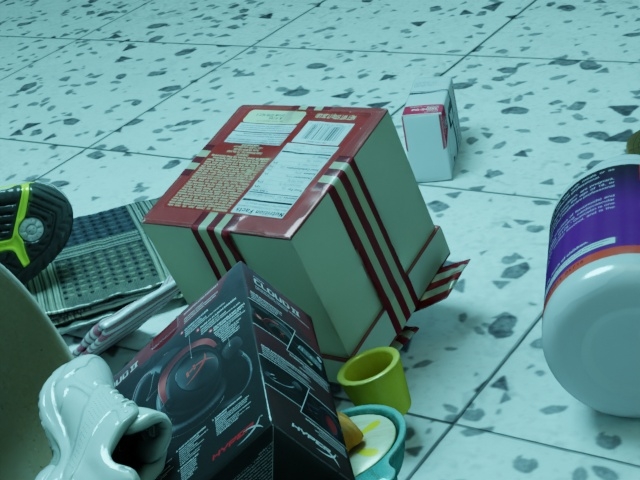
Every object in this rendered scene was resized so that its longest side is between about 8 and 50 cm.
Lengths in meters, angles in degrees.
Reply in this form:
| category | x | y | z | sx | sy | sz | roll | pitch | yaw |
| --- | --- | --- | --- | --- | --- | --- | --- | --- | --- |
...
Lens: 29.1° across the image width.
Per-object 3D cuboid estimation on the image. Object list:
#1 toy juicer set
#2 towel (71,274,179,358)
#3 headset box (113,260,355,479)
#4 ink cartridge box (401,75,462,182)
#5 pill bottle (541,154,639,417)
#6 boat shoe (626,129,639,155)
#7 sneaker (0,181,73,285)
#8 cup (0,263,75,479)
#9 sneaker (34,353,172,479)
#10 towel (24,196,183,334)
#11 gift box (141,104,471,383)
| category | x | y | z | sx | sy | sz | roll | pitch | yaw |
| --- | --- | --- | --- | --- | --- | --- | --- | --- | --- |
| toy juicer set | -0.014 | 0.215 | 1.157 | 0.209 | 0.089 | 0.329 | -20 | 21 | 10 |
| towel | -0.240 | 0.098 | 1.468 | 0.144 | 0.029 | 0.197 | -37 | -1 | -39 |
| headset box | -0.101 | 0.172 | 1.151 | 0.218 | 0.110 | 0.293 | -43 | 28 | 14 |
| ink cartridge box | 0.168 | -0.169 | 1.848 | 0.063 | 0.109 | 0.150 | -4 | 28 | 16 |
| pill bottle | 0.333 | 0.030 | 1.318 | 0.181 | 0.182 | 0.323 | -4 | 28 | 15 |
| boat shoe | 0.472 | -0.059 | 1.536 | 0.109 | 0.098 | 0.302 | -26 | 30 | 1 |
| sneaker | -0.504 | 0.031 | 1.619 | 0.384 | 0.145 | 0.147 | -30 | 24 | -3 |
| cup | -0.359 | 0.198 | 1.110 | 0.237 | 0.331 | 0.331 | -26 | 26 | 7 |
| sneaker | -0.179 | 0.171 | 1.072 | 0.115 | 0.090 | 0.232 | -29 | 33 | 8 |
| towel | -0.311 | 0.038 | 1.719 | 0.312 | 0.056 | 0.324 | -15 | 25 | -12 |
| gift box | 0.000 | 0.000 | 1.418 | 0.255 | 0.258 | 0.276 | 11 | 48 | 40 |
